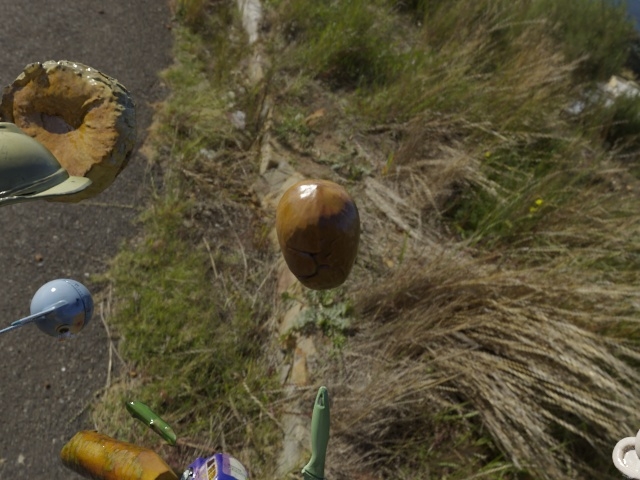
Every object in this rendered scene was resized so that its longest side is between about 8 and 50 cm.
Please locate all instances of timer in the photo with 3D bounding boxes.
[{"bbox_3d":[-0.706,0.208,1.473,0.175,0.175,0.255,22,33,-2],"label":"timer"}]

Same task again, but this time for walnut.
[{"bbox_3d":[0.000,0.000,1.313,0.202,0.298,0.203,-10,28,5],"label":"walnut"}]

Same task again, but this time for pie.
[{"bbox_3d":[-0.572,-0.241,1.246,0.339,0.340,0.083,28,4,5],"label":"pie"}]

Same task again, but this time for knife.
[{"bbox_3d":[-0.010,0.381,0.937,0.043,0.293,0.020,2,11,-3],"label":"knife"}]

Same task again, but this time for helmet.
[{"bbox_3d":[-0.534,-0.127,0.936,0.257,0.137,0.204,-18,20,-20],"label":"helmet"}]

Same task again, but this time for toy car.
[{"bbox_3d":[-0.287,0.696,1.589,0.172,0.158,0.235,39,-2,-22],"label":"toy car"}]

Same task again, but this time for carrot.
[{"bbox_3d":[-0.453,0.510,1.265,0.301,0.114,0.114,6,33,32],"label":"carrot"}]

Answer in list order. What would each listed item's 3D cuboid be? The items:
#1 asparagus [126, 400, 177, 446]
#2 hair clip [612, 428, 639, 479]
[{"bbox_3d":[-0.251,0.278,0.848,0.108,0.025,0.021,29,31,23],"label":"asparagus"},{"bbox_3d":[0.307,0.198,0.372,0.225,0.072,0.034,31,71,15],"label":"hair clip"}]
